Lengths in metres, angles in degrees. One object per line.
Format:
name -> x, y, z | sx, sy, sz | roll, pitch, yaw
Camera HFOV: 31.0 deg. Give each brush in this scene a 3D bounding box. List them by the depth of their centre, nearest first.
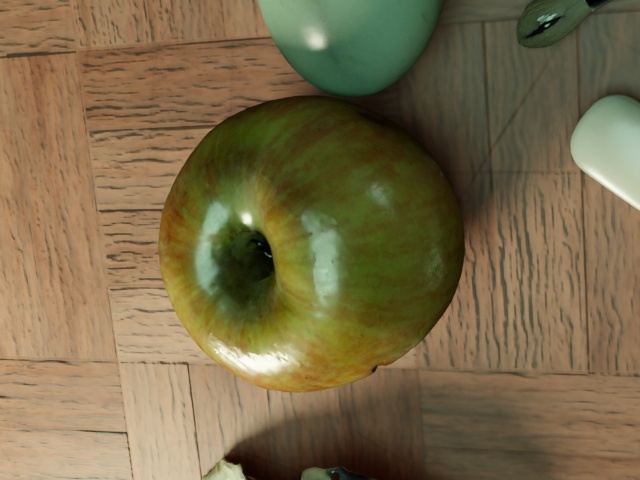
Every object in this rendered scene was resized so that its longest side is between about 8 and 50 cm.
brush -> 0.293, -0.243, 0.953 | 0.299, 0.042, 0.039 | -29, 54, 22

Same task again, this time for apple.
apple -> 0.000, 0.000, 1.021 | 0.264, 0.264, 0.264 | 5, 105, 18

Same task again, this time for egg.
egg -> 0.025, -0.236, 0.976 | 0.168, 0.168, 0.230 | 3, 106, 18

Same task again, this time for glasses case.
glasses case -> 0.311, -0.050, 0.991 | 0.204, 0.051, 0.081 | 36, 111, 7

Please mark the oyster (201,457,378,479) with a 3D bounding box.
oyster -> 0.022, 0.332, 1.164 | 0.351, 0.115, 0.237 | -9, 92, 16
